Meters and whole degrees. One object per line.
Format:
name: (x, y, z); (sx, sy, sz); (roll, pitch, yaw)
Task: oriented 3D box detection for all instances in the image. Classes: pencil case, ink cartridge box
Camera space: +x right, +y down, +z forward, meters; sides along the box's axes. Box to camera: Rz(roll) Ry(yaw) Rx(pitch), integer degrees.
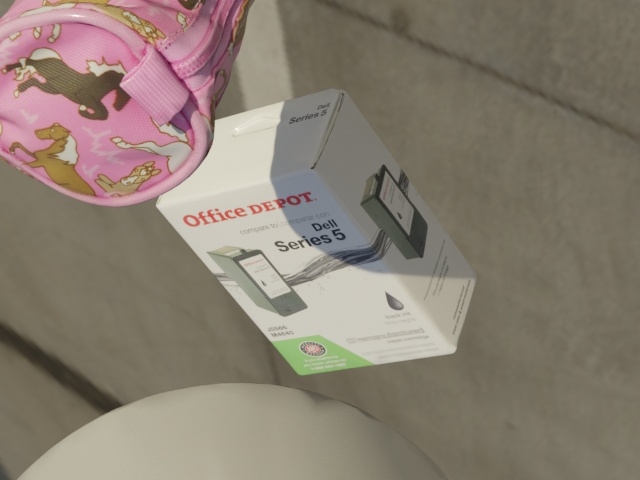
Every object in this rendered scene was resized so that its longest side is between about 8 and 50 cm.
pencil case: (-0.105, -0.189, 1.010); (0.160, 0.386, 0.167); (24, 134, -4)
ink cartridge box: (0.000, 0.000, 1.434); (0.198, 0.115, 0.273); (-12, 131, 35)

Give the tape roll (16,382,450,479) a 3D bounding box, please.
tape roll: (-0.028, 0.196, 0.557); (0.246, 0.246, 0.169); (49, -178, -16)
